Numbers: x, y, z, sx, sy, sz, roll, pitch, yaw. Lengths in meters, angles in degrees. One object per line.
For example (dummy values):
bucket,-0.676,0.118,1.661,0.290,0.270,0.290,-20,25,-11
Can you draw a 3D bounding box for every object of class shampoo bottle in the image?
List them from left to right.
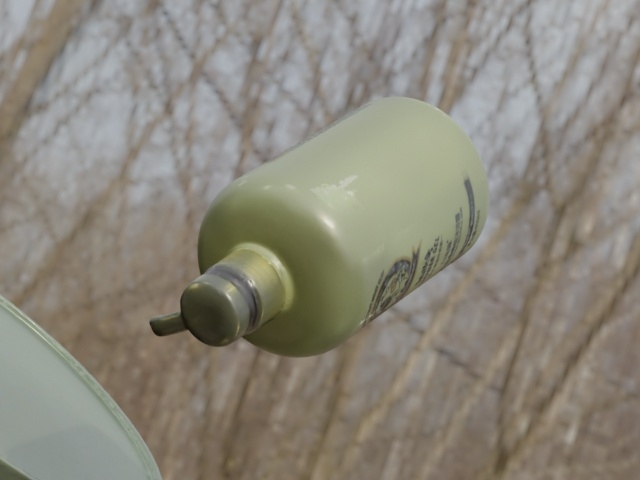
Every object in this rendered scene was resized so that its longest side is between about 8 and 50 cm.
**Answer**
shampoo bottle,0.000,0.000,0.797,0.079,0.079,0.162,12,27,31

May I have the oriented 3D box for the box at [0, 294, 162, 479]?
box,-0.212,0.114,0.989,0.226,0.149,0.226,41,8,-7
